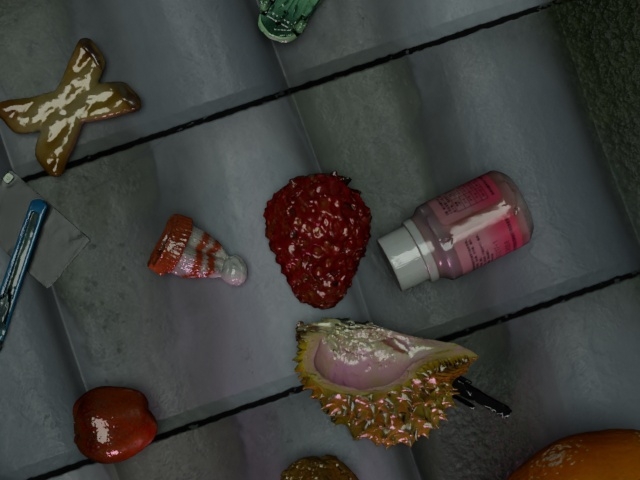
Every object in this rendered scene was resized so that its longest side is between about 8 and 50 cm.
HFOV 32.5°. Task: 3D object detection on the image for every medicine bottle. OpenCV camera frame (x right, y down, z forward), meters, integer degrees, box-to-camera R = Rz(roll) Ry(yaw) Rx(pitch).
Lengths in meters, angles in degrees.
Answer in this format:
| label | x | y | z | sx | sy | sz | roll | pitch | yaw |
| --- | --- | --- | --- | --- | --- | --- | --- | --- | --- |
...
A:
| label | x | y | z | sx | sy | sz | roll | pitch | yaw |
| --- | --- | --- | --- | --- | --- | --- | --- | --- | --- |
| medicine bottle | 0.225 | -0.011 | 1.856 | 0.247 | 0.147 | 0.147 | -26 | 87 | -2 |

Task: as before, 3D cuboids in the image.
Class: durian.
| label | x | y | z | sx | sy | sz | roll | pitch | yaw |
| --- | --- | --- | --- | --- | --- | --- | --- | --- | --- |
| durian | 0.100 | 0.264 | 1.844 | 0.305 | 0.185 | 0.195 | 5 | 124 | 0 |

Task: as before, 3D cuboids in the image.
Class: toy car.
| label | x | y | z | sx | sy | sz | roll | pitch | yaw |
| --- | --- | --- | --- | --- | --- | --- | --- | --- | --- |
| toy car | -0.043 | -0.423 | 1.919 | 0.093 | 0.058 | 0.186 | 31 | 75 | 2 |

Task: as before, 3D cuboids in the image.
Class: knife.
| label | x | y | z | sx | sy | sz | roll | pitch | yaw |
| --- | --- | --- | --- | --- | --- | --- | --- | --- | --- |
| knife | -0.534 | 0.068 | 1.898 | 0.044 | 0.026 | 0.296 | 17 | 88 | 11 |

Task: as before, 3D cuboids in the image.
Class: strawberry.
| label | x | y | z | sx | sy | sz | roll | pitch | yaw |
| --- | --- | --- | --- | --- | --- | --- | --- | --- | --- |
| strawberry | 0.000 | 0.000 | 1.869 | 0.190 | 0.111 | 0.236 | -3 | 87 | -3 |

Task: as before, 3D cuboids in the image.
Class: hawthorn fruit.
| label | x | y | z | sx | sy | sz | roll | pitch | yaw |
| --- | --- | --- | --- | --- | --- | --- | --- | --- | --- |
| hawthorn fruit | -0.346 | 0.306 | 1.843 | 0.138 | 0.133 | 0.132 | -9 | 87 | -17 |

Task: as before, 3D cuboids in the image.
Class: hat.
| label | x | y | z | sx | sy | sz | roll | pitch | yaw |
| --- | --- | --- | --- | --- | --- | --- | --- | --- | --- |
| hat | -0.202 | 0.031 | 1.888 | 0.162 | 0.093 | 0.112 | 24 | 97 | -17 |

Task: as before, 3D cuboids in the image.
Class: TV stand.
| label | x | y | z | sx | sy | sz | roll | pitch | yaw |
| --- | --- | --- | --- | --- | --- | --- | --- | --- | --- |
| TV stand | 0.214 | 0.239 | 1.893 | 0.249 | 0.036 | 0.042 | 30 | 87 | 1 |

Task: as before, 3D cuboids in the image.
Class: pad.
| label | x | y | z | sx | sy | sz | roll | pitch | yaw |
| --- | --- | --- | --- | --- | --- | --- | --- | --- | --- |
| pad | -0.508 | -0.020 | 1.917 | 0.193 | 0.004 | 0.116 | 42 | 87 | 1 |

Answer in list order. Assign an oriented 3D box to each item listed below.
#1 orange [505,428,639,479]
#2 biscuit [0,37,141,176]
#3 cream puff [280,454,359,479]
| label | x | y | z | sx | sy | sz | roll | pitch | yaw |
| --- | --- | --- | --- | --- | --- | --- | --- | --- | --- |
| orange | 0.470 | 0.505 | 1.737 | 0.424 | 0.326 | 0.423 | 0 | 86 | 1 |
| biscuit | -0.434 | -0.231 | 1.908 | 0.208 | 0.047 | 0.164 | -40 | 87 | -3 |
| cream puff | 0.000 | 0.440 | 1.839 | 0.165 | 0.115 | 0.150 | 44 | 83 | 3 |
